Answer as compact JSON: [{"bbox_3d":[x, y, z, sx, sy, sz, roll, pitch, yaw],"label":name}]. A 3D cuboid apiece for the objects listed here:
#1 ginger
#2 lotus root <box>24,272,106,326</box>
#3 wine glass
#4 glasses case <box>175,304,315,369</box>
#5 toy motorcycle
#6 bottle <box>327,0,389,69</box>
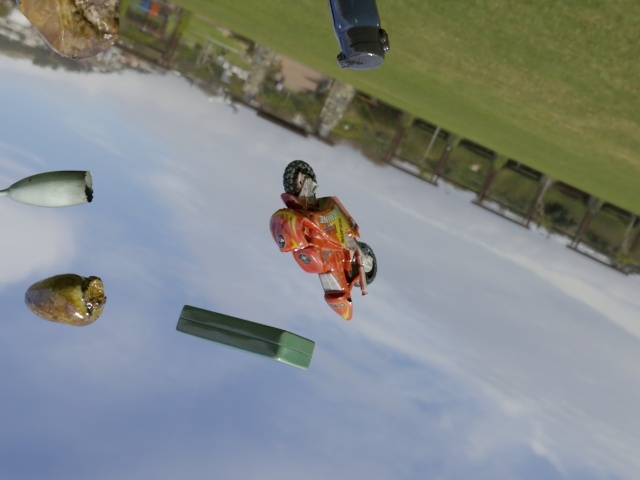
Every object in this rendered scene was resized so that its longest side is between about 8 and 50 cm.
[{"bbox_3d":[-0.530,-0.529,1.662,0.223,0.269,0.200,35,-150,26],"label":"ginger"},{"bbox_3d":[-0.472,0.107,1.469,0.190,0.094,0.108,-5,140,31],"label":"lotus root"},{"bbox_3d":[-0.451,-0.073,1.252,0.198,0.066,0.066,-4,-169,-3],"label":"wine glass"},{"bbox_3d":[-0.100,0.126,1.074,0.184,0.039,0.078,10,167,35],"label":"glasses case"},{"bbox_3d":[0.002,-0.002,1.493,0.089,0.171,0.298,-12,128,38],"label":"toy motorcycle"},{"bbox_3d":[0.046,-0.374,1.220,0.082,0.244,0.072,-11,169,8],"label":"bottle"}]
